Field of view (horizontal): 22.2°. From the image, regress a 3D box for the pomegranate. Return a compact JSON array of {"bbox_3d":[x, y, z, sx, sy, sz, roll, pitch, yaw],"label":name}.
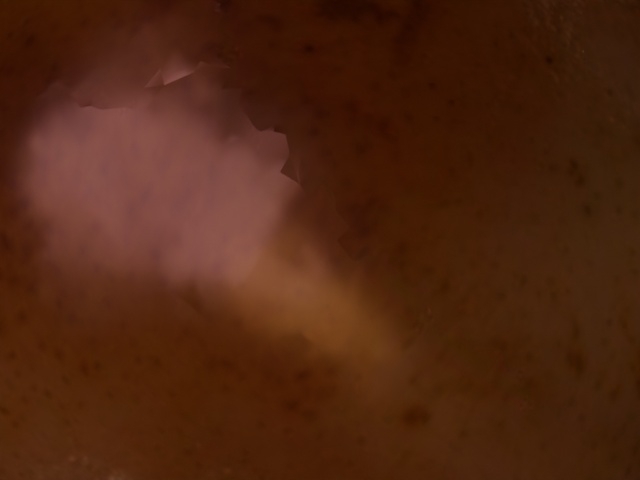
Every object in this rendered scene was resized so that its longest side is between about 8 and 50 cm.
[{"bbox_3d":[0.000,0.000,0.686,0.416,0.416,0.417,-4,84,34],"label":"pomegranate"}]
